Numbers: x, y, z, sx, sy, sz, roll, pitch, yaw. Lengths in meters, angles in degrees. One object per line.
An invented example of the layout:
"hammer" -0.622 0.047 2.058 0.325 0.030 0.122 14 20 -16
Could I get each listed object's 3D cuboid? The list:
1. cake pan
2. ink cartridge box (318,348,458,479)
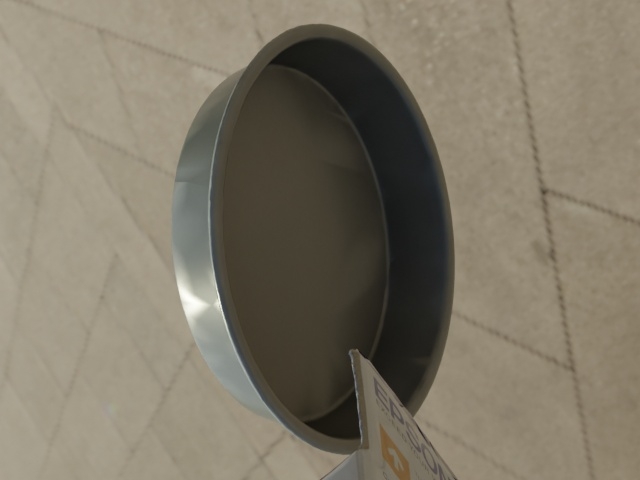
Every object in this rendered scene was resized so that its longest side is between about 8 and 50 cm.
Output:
"cake pan" 0.000 0.000 0.937 0.054 0.293 0.293 -6 116 35
"ink cartridge box" 0.081 0.246 0.472 0.324 0.071 0.330 55 -169 -22
